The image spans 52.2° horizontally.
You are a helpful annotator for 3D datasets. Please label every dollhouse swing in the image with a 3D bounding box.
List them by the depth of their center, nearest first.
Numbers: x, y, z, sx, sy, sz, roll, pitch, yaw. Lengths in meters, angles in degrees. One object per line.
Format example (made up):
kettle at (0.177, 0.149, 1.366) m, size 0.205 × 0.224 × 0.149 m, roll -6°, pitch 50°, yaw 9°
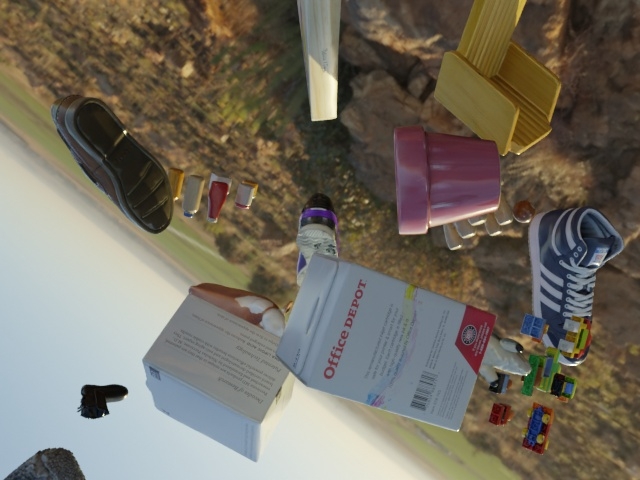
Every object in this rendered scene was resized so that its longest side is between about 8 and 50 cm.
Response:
dollhouse swing at (0.489, -0.444, 1.579) m, size 0.315 × 0.347 × 0.305 m, roll 45°, pitch 130°, yaw 13°

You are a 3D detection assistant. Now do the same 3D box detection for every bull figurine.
bull figurine at (-0.152, 0.172, 1.392) m, size 0.310 × 0.101 × 0.188 m, roll 18°, pitch 146°, yaw 36°

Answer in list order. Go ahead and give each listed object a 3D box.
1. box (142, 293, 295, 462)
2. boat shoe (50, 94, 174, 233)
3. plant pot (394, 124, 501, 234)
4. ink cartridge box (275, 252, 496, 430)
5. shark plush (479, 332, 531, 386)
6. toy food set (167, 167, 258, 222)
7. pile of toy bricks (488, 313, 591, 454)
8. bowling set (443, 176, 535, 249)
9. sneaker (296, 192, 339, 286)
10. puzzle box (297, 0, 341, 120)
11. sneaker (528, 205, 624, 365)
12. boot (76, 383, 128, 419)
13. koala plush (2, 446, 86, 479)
box at (-0.136, 0.196, 0.915) m, size 0.182 × 0.119 × 0.181 m, roll 25°, pitch 147°, yaw 9°
boat shoe at (-0.381, -0.142, 1.216) m, size 0.104 × 0.111 × 0.307 m, roll 14°, pitch 142°, yaw 37°
plant pot at (0.228, -0.112, 1.190) m, size 0.180 × 0.201 × 0.201 m, roll -2°, pitch 161°, yaw 5°
ink cartridge box at (0.063, 0.102, 0.688) m, size 0.176 × 0.128 × 0.127 m, roll 22°, pitch 177°, yaw -19°
shark plush at (0.230, 0.150, 0.955) m, size 0.161 × 0.073 × 0.067 m, roll 26°, pitch -163°, yaw 28°
toy food set at (-0.258, -0.101, 1.582) m, size 0.232 × 0.105 × 0.111 m, roll 6°, pitch -164°, yaw -35°
pile of toy bricks at (0.349, 0.213, 1.021) m, size 0.118 × 0.212 × 0.105 m, roll 16°, pitch 180°, yaw 43°
bowling set at (0.402, -0.095, 1.582) m, size 0.287 × 0.199 × 0.154 m, roll 107°, pitch 151°, yaw -73°
sneaker at (0.001, 0.000, 1.477) m, size 0.102 × 0.146 × 0.293 m, roll 4°, pitch 149°, yaw 0°
puzzle box at (-0.009, -0.413, 1.097) m, size 0.052 × 0.272 × 0.409 m, roll -7°, pitch 165°, yaw -2°
sneaker at (0.451, 0.076, 1.136) m, size 0.099 × 0.282 × 0.153 m, roll -4°, pitch 172°, yaw -21°
boot at (-0.519, 0.386, 1.562) m, size 0.121 × 0.045 × 0.099 m, roll 10°, pitch -164°, yaw -24°
koala plush at (-0.325, 0.382, 0.699) m, size 0.221 × 0.203 × 0.196 m, roll 45°, pitch -166°, yaw 14°
